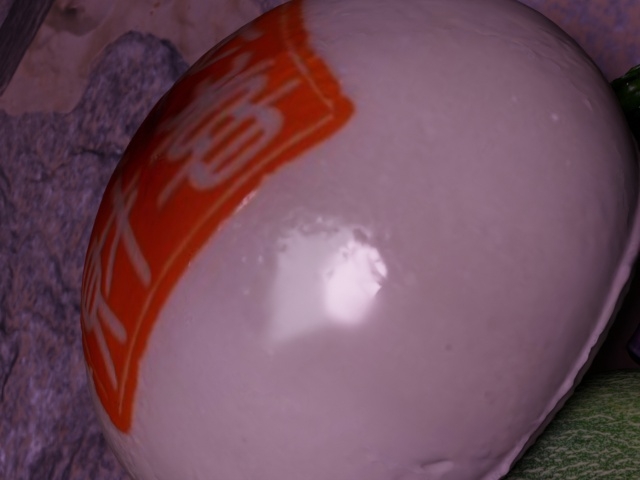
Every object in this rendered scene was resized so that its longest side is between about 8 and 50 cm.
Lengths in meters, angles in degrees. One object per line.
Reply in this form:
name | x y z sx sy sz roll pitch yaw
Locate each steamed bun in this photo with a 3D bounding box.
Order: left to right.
steamed bun | 0.000 0.000 0.895 0.374 0.241 0.374 -43 23 23

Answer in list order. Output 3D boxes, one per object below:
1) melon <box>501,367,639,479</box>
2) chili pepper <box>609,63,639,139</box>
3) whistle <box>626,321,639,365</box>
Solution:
melon | 0.179 0.160 0.837 0.287 0.182 0.182 -3 79 37
chili pepper | 0.254 -0.174 0.919 0.122 0.065 0.279 33 106 35
whistle | 0.239 0.001 0.917 0.033 0.033 0.176 38 106 38
